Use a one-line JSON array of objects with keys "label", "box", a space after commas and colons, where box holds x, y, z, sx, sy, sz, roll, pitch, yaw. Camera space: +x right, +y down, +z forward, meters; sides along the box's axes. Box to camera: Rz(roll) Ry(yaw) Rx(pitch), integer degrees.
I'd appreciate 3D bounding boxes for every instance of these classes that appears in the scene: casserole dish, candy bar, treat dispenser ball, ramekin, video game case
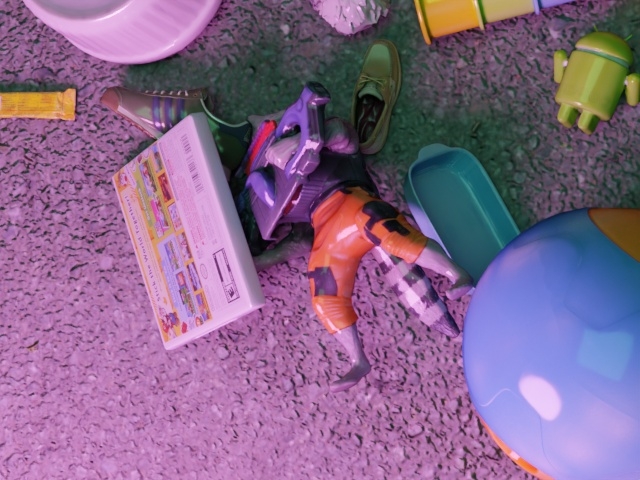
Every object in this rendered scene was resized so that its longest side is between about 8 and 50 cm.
[{"label": "casserole dish", "box": [0.157, -0.018, 1.341, 0.037, 0.114, 0.188, -39, 76, 51]}, {"label": "candy bar", "box": [-0.383, -0.170, 1.531, 0.162, 0.018, 0.040, 1, 84, 16]}, {"label": "treat dispenser ball", "box": [0.283, 0.109, 1.198, 0.288, 0.288, 0.288, -1, 87, 15]}, {"label": "ramekin", "box": [-0.247, -0.352, 1.435, 0.273, 0.127, 0.272, 0, 89, 20]}, {"label": "video game case", "box": [-0.156, -0.005, 1.397, 0.206, 0.026, 0.226, -28, 78, 51]}]

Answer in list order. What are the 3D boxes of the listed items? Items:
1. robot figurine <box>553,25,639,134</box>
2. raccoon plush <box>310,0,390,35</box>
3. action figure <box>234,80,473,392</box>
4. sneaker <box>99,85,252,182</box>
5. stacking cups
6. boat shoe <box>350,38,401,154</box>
[{"label": "robot figurine", "box": [0.298, -0.175, 1.323, 0.101, 0.067, 0.115, 22, 93, 27]}, {"label": "raccoon plush", "box": [-0.046, -0.466, 1.311, 0.216, 0.299, 0.446, -37, 79, 10]}, {"label": "action figure", "box": [0.000, 0.000, 1.364, 0.341, 0.179, 0.330, -50, 58, 41]}, {"label": "sneaker", "box": [-0.165, -0.149, 1.453, 0.192, 0.064, 0.086, 33, 88, 14]}, {"label": "stacking cups", "box": [0.259, -0.301, 1.337, 0.316, 0.096, 0.096, -14, 84, 10]}, {"label": "boat shoe", "box": [0.062, -0.167, 1.397, 0.050, 0.045, 0.135, 5, 88, 15]}]
